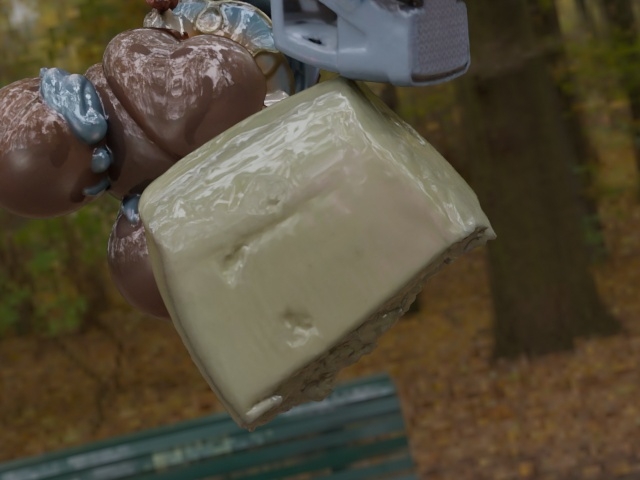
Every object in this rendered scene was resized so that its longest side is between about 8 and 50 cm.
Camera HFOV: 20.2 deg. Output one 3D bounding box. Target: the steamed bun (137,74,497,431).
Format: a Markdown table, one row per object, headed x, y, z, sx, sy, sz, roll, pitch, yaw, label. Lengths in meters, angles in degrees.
| x | y | z | sx | sy | sz | roll | pitch | yaw | label |
| --- | --- | --- | --- | --- | --- | --- | --- | --- | --- |
| 0.000 | 0.000 | 1.288 | 0.225 | 0.200 | 0.170 | -29 | -1 | 5 | steamed bun |

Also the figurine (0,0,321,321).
| x | y | z | sx | sy | sz | roll | pitch | yaw | label |
| --- | --- | --- | --- | --- | --- | --- | --- | --- | --- |
| -0.140 | -0.120 | 1.702 | 0.248 | 0.276 | 0.388 | -54 | 6 | 18 | figurine |

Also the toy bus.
| x | y | z | sx | sy | sz | roll | pitch | yaw | label |
| --- | --- | --- | --- | --- | --- | --- | --- | --- | --- |
| 0.031 | -0.272 | 1.229 | 0.136 | 0.330 | 0.109 | 3 | 12 | 28 | toy bus |
